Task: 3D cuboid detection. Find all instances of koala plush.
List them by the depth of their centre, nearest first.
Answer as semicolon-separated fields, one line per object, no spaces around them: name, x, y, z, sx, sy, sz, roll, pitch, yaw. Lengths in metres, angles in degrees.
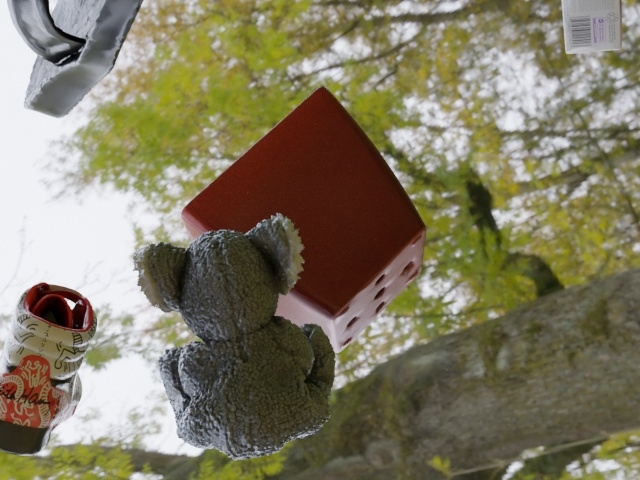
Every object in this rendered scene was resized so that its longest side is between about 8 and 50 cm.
koala plush;-0.084;0.089;0.961;0.203;0.196;0.221;-113;14;-77

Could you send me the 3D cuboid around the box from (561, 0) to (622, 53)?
box;0.280;-0.352;0.979;0.063;0.067;0.323;-71;-28;-47

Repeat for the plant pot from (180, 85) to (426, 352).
plant pot;0.000;0.000;1.311;0.267;0.267;0.236;-43;-109;-13

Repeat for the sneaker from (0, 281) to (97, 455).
sneaker;-0.280;0.113;0.978;0.090;0.270;0.144;21;-86;-9

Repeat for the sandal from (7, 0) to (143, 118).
sandal;-0.203;-0.212;0.755;0.107;0.446;0.167;19;-111;-23
